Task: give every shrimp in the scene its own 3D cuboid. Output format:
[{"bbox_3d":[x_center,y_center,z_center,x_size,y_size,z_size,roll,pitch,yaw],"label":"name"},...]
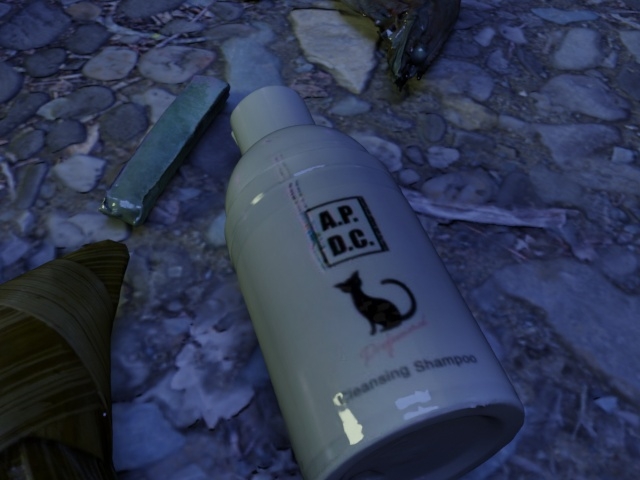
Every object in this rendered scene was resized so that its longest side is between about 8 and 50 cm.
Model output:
[{"bbox_3d":[0.088,-0.285,0.833,0.164,0.062,0.317,9,45,7],"label":"shrimp"}]

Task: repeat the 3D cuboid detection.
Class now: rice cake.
[{"bbox_3d":[-0.146,-0.091,0.655,0.043,0.034,0.211,23,50,2],"label":"rice cake"}]

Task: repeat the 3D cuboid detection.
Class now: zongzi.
[{"bbox_3d":[-0.149,0.111,0.406,0.286,0.134,0.288,22,41,28],"label":"zongzi"}]

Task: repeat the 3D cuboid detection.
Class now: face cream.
[{"bbox_3d":[0.000,0.000,0.521,0.145,0.145,0.369,-13,53,-17],"label":"face cream"}]
